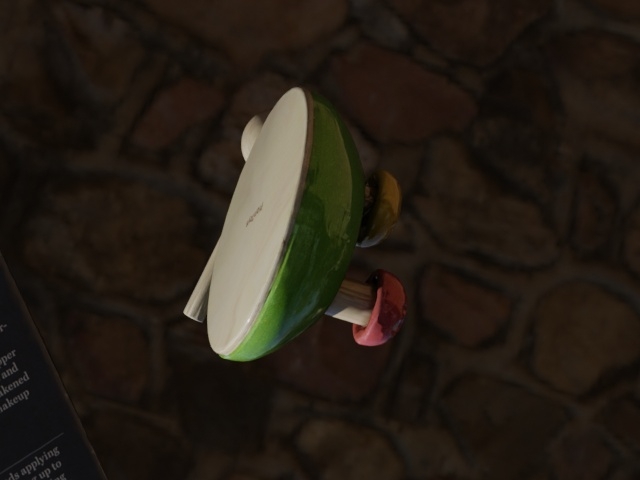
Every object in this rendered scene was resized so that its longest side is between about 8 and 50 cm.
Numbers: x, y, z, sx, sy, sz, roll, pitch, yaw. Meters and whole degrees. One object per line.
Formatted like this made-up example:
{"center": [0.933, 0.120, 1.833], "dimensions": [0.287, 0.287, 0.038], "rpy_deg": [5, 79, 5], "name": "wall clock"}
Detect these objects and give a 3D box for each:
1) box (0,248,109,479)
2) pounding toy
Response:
{"center": [-0.187, 0.080, 0.685], "dimensions": [0.153, 0.108, 0.207], "rpy_deg": [-2, 116, 54], "name": "box"}
{"center": [0.000, 0.000, 1.060], "dimensions": [0.110, 0.183, 0.237], "rpy_deg": [18, 180, -15], "name": "pounding toy"}
